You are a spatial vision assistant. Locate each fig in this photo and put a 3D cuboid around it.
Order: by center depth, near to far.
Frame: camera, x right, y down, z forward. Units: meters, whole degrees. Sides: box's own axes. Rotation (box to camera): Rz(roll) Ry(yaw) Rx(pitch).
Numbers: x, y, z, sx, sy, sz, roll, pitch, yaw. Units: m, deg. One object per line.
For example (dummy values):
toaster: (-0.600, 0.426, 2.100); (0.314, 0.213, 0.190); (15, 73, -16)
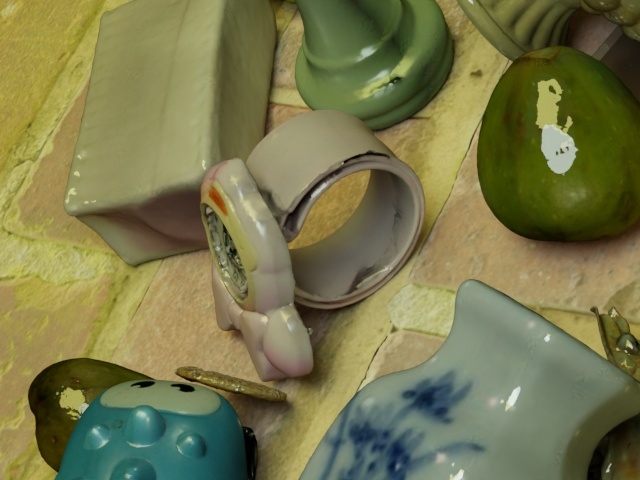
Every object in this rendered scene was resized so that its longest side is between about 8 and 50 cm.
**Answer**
fig: (0.242, -0.096, 1.451); (0.181, 0.191, 0.181); (-20, 13, 5)
fig: (-0.229, 0.172, 1.585); (0.185, 0.126, 0.133); (-33, 32, 13)

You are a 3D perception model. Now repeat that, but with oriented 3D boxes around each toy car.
toy car: (-0.165, 0.239, 1.411); (0.188, 0.190, 0.255); (7, 54, 6)

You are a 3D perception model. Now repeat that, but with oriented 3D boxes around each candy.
candy: (-0.170, -0.157, 1.785); (0.208, 0.145, 0.359); (-16, 49, 24)

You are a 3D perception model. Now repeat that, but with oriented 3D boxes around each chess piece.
chess piece: (0.009, -0.277, 1.648); (0.194, 0.299, 0.195); (-18, 49, 22)

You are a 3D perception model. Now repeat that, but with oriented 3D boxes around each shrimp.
shrimp: (0.248, 0.203, 1.282); (0.168, 0.077, 0.317); (-17, 52, 25)

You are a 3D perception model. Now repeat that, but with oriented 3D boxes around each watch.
watch: (0.000, 0.000, 1.538); (0.217, 0.248, 0.211); (-21, 40, -18)

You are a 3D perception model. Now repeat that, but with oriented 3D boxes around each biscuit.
biscuit: (-0.092, 0.149, 1.519); (0.120, 0.120, 0.015); (11, 85, 39)

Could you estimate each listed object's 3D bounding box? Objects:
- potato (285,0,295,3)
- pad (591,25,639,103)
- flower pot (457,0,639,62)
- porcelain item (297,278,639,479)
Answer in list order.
potato: (0.002, -0.462, 1.895); (0.330, 0.213, 0.280); (-3, 37, 43)
pad: (0.379, -0.202, 1.556); (0.266, 0.002, 0.176); (-50, 45, -9)
flower pot: (0.273, -0.322, 1.535); (0.244, 0.307, 0.307); (-34, 42, 33)
porcelain item: (0.090, 0.243, 1.244); (0.405, 0.178, 0.242); (-56, 34, 0)
